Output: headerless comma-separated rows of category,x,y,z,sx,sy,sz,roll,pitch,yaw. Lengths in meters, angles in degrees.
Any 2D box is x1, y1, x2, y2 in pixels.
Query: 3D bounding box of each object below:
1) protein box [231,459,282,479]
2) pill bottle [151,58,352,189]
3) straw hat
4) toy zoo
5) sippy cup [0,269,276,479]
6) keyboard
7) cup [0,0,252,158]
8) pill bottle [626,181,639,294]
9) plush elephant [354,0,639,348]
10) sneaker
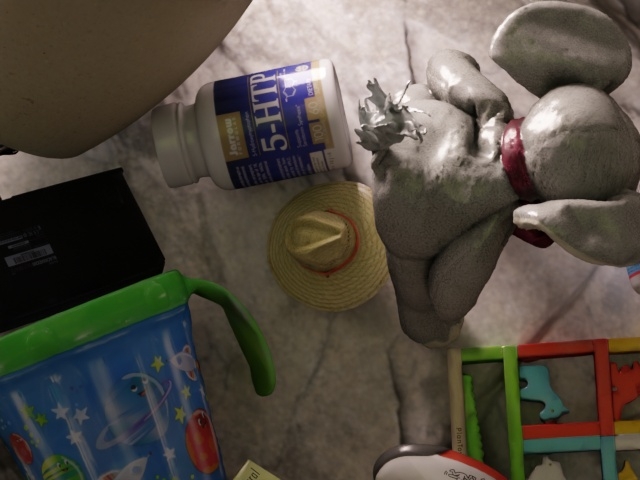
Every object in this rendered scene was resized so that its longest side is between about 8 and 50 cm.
protein box,-0.045,0.353,1.591,0.201,0.136,0.200,30,48,10
pill bottle,-0.068,-0.110,1.730,0.187,0.112,0.112,-12,79,4
straw hat,0.000,0.000,1.709,0.145,0.061,0.144,-6,76,23
toy zoo,0.274,0.191,1.681,0.293,0.030,0.192,-4,80,6
sippy cup,-0.202,0.172,1.650,0.306,0.240,0.224,-22,89,12
keyboard,-0.304,-0.015,1.670,0.033,0.317,0.201,-33,81,42
cup,-0.257,-0.221,1.693,0.331,0.331,0.237,32,110,10
pill bottle,0.334,0.000,1.679,0.087,0.087,0.160,-14,79,4
plush elephant,0.185,-0.065,1.587,0.255,0.330,0.271,0,73,12
sneaker,0.157,0.302,1.582,0.270,0.145,0.090,34,125,-8
